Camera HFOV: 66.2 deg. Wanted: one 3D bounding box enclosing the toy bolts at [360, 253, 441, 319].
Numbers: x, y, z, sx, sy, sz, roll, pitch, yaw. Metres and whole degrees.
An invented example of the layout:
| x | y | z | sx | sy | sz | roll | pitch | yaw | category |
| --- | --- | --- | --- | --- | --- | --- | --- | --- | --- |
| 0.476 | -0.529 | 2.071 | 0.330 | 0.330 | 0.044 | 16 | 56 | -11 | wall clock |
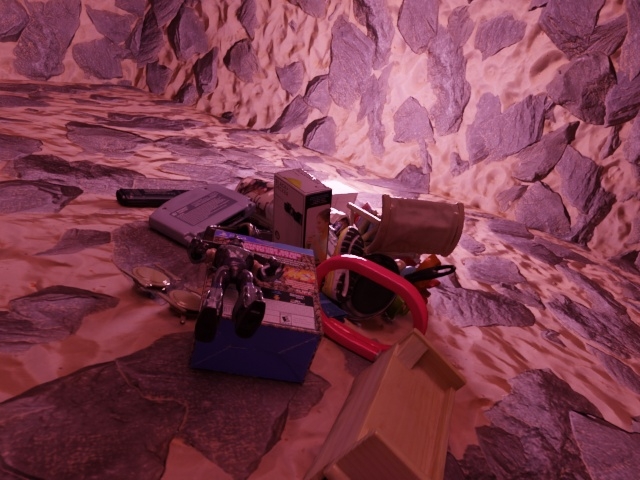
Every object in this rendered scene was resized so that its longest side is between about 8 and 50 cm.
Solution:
| x | y | z | sx | sy | sz | roll | pitch | yaw | category |
| --- | --- | --- | --- | --- | --- | --- | --- | --- | --- |
| 0.237 | 0.095 | 1.399 | 0.158 | 0.218 | 0.228 | 40 | 20 | 27 | toy bolts |

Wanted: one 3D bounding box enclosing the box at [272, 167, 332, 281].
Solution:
| x | y | z | sx | sy | sz | roll | pitch | yaw | category |
| --- | --- | --- | --- | --- | --- | --- | --- | --- | --- |
| -0.057 | -0.034 | 1.354 | 0.087 | 0.289 | 0.169 | -14 | 35 | -30 | box |

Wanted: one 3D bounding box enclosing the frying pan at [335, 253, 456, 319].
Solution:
| x | y | z | sx | sy | sz | roll | pitch | yaw | category |
| --- | --- | --- | --- | --- | --- | --- | --- | --- | --- |
| 0.180 | 0.092 | 1.276 | 0.053 | 0.326 | 0.197 | 45 | 21 | -41 | frying pan |

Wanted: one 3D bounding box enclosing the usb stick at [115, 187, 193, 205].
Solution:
| x | y | z | sx | sy | sz | roll | pitch | yaw | category |
| --- | --- | --- | --- | --- | --- | --- | --- | --- | --- |
| -0.530 | -0.142 | 1.631 | 0.278 | 0.045 | 0.077 | -3 | 35 | -44 | usb stick |

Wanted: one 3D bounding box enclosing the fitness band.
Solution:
| x | y | z | sx | sy | sz | roll | pitch | yaw | category |
| --- | --- | --- | --- | --- | --- | --- | --- | --- | --- |
| 0.100 | 0.153 | 1.118 | 0.291 | 0.209 | 0.054 | 26 | 24 | 18 | fitness band |

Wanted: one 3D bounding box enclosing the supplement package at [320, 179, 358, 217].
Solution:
| x | y | z | sx | sy | sz | roll | pitch | yaw | category |
| --- | --- | --- | --- | --- | --- | --- | --- | --- | --- |
| 0.015 | -0.154 | 1.954 | 0.134 | 0.139 | 0.244 | 32 | 24 | 31 | supplement package |

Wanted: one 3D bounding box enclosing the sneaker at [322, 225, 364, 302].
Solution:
| x | y | z | sx | sy | sz | roll | pitch | yaw | category |
| --- | --- | --- | --- | --- | --- | --- | --- | --- | --- |
| 0.049 | 0.060 | 1.316 | 0.081 | 0.208 | 0.094 | 26 | -17 | -35 | sneaker |

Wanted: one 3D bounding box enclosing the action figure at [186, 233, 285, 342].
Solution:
| x | y | z | sx | sy | sz | roll | pitch | yaw | category |
| --- | --- | --- | --- | --- | --- | --- | --- | --- | --- |
| -0.156 | 0.062 | 0.893 | 0.185 | 0.099 | 0.285 | 7 | 28 | -12 | action figure |

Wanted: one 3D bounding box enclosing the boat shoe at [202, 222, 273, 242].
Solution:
| x | y | z | sx | sy | sz | roll | pitch | yaw | category |
| --- | --- | --- | --- | --- | --- | --- | --- | --- | --- |
| -0.219 | -0.006 | 1.448 | 0.285 | 0.092 | 0.103 | -2 | 28 | -42 | boat shoe |

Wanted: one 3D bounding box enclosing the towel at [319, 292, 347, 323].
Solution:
| x | y | z | sx | sy | sz | roll | pitch | yaw | category |
| --- | --- | --- | --- | --- | --- | --- | --- | --- | --- |
| 0.010 | 0.171 | 1.261 | 0.067 | 0.029 | 0.119 | -1 | 27 | -38 | towel |

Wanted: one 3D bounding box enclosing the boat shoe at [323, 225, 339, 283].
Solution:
| x | y | z | sx | sy | sz | roll | pitch | yaw | category |
| --- | --- | --- | --- | --- | --- | --- | --- | --- | --- |
| 0.000 | 0.000 | 1.464 | 0.099 | 0.116 | 0.319 | -16 | 60 | -31 | boat shoe |

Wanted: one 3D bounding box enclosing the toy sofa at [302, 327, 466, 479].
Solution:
| x | y | z | sx | sy | sz | roll | pitch | yaw | category |
| --- | --- | --- | --- | --- | --- | --- | --- | --- | --- |
| 0.127 | 0.320 | 0.843 | 0.150 | 0.177 | 0.362 | 45 | 24 | 3 | toy sofa |

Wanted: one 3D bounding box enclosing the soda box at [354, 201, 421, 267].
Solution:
| x | y | z | sx | sy | sz | roll | pitch | yaw | category |
| --- | --- | --- | --- | --- | --- | --- | --- | --- | --- |
| 0.217 | -0.004 | 1.626 | 0.263 | 0.083 | 0.092 | 44 | 9 | -26 | soda box |

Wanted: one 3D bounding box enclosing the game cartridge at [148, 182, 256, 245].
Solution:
| x | y | z | sx | sy | sz | roll | pitch | yaw | category |
| --- | --- | --- | --- | --- | --- | --- | --- | --- | --- |
| -0.365 | -0.085 | 1.508 | 0.196 | 0.060 | 0.294 | 29 | 38 | 20 | game cartridge |

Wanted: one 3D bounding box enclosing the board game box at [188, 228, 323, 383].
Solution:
| x | y | z | sx | sy | sz | roll | pitch | yaw | category |
| --- | --- | --- | --- | --- | --- | --- | --- | --- | --- |
| -0.133 | 0.130 | 1.033 | 0.232 | 0.141 | 0.291 | 13 | 30 | -12 | board game box |

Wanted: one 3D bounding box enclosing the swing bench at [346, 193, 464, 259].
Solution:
| x | y | z | sx | sy | sz | roll | pitch | yaw | category |
| --- | --- | --- | --- | --- | --- | --- | --- | --- | --- |
| 0.233 | -0.031 | 1.413 | 0.253 | 0.165 | 0.255 | 5 | -3 | -21 | swing bench |

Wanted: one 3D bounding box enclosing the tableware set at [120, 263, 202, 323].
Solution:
| x | y | z | sx | sy | sz | roll | pitch | yaw | category |
| --- | --- | --- | --- | --- | --- | --- | --- | --- | --- |
| -0.346 | 0.120 | 1.106 | 0.194 | 0.039 | 0.128 | 29 | 11 | 16 | tableware set |

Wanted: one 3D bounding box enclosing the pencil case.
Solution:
| x | y | z | sx | sy | sz | roll | pitch | yaw | category |
| --- | --- | --- | --- | --- | --- | --- | --- | --- | --- |
| -0.104 | -0.077 | 1.628 | 0.410 | 0.159 | 0.183 | 25 | 35 | 20 | pencil case |
